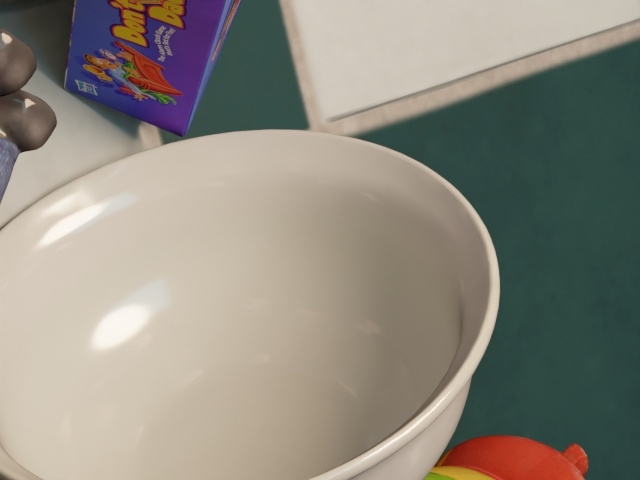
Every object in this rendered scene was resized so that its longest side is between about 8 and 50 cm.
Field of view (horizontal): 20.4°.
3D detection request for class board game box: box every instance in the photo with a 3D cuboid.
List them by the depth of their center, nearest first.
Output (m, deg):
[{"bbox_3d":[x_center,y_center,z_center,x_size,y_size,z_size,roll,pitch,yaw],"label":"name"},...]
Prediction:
[{"bbox_3d":[-0.036,-0.260,0.983,0.078,0.233,0.347,22,69,-4],"label":"board game box"}]

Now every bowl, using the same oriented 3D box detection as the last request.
[{"bbox_3d":[-0.046,0.078,0.948,0.298,0.298,0.134,-45,139,-34],"label":"bowl"}]

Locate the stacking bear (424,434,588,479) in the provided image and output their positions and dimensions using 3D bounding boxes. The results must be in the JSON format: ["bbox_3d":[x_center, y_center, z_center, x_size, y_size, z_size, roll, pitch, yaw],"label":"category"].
[{"bbox_3d":[0.073,0.206,1.099,0.289,0.164,0.175,-22,131,-51],"label":"stacking bear"}]

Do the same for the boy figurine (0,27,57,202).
[{"bbox_3d":[-0.177,0.059,0.679,0.092,0.177,0.285,13,72,5],"label":"boy figurine"}]
